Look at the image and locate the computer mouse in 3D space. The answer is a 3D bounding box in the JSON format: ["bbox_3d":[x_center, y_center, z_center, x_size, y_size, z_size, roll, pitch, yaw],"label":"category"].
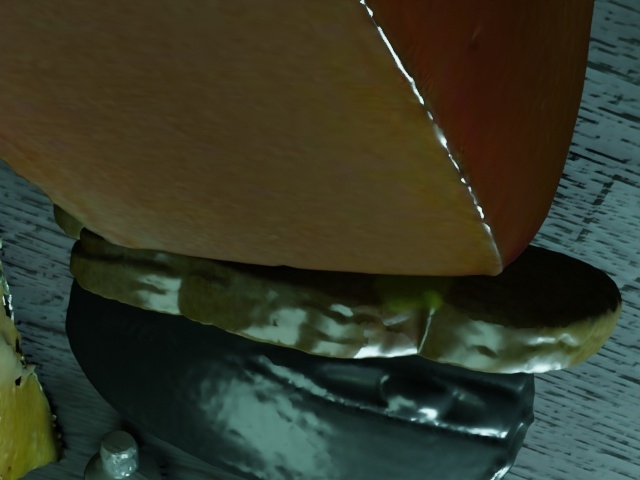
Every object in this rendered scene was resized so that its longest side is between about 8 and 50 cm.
[{"bbox_3d":[-0.017,0.063,0.849,0.270,0.086,0.137,15,95,8],"label":"computer mouse"}]

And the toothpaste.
[{"bbox_3d":[-0.129,0.216,1.116,0.078,0.046,0.248,11,138,11],"label":"toothpaste"}]

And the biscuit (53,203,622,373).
[{"bbox_3d":[0.000,0.000,0.756,0.290,0.208,0.041,14,107,19],"label":"biscuit"}]

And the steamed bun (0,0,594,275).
[{"bbox_3d":[-0.029,-0.153,0.557,0.235,0.248,0.379,4,158,22],"label":"steamed bun"}]

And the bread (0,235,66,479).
[{"bbox_3d":[-0.303,0.158,0.941,0.249,0.315,0.279,6,145,16],"label":"bread"}]
